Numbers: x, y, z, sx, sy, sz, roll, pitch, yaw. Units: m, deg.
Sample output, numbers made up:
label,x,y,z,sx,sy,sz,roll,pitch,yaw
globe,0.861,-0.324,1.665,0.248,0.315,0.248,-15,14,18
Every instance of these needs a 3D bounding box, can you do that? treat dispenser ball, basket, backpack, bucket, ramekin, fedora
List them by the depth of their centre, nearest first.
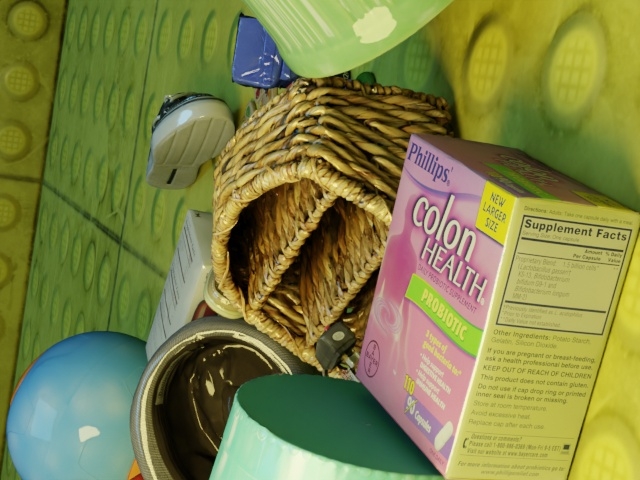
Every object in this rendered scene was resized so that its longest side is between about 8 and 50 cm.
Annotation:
label,x,y,z,sx,sy,sz,roll,pitch,yaw
bucket,0.023,0.245,1.183,0.281,0.281,0.183,-142,63,-65
ramekin,0.037,-0.317,1.277,0.303,0.148,0.303,-34,28,21
basket,0.000,0.000,1.377,0.299,0.213,0.223,129,143,-53
fedora,-0.102,0.229,1.622,0.275,0.243,0.124,63,-173,8
backpack,-0.060,-0.243,1.758,0.120,0.101,0.098,-23,-53,-78
treat dispenser ball,-0.336,0.283,2.026,0.288,0.288,0.288,-173,90,-68

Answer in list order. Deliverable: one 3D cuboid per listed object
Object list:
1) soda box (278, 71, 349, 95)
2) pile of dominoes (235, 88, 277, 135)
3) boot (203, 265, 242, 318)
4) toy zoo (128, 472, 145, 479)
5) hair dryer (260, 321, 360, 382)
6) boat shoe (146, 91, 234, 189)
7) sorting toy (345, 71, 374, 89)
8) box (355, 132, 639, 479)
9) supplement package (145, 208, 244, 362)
label,x,y,z,sx,sy,sz,roll,pitch,yaw
soda box,-0.019,-0.168,1.691,0.169,0.053,0.060,148,126,-62
pile of dominoes,-0.099,-0.115,1.890,0.251,0.040,0.196,-107,32,-45
boot,-0.055,-0.012,1.603,0.213,0.077,0.165,-50,-4,-46
toy zoo,-0.166,0.366,1.643,0.030,0.293,0.192,-30,86,20
hair dryer,-0.013,0.242,1.428,0.293,0.080,0.224,-50,57,52
boat shoe,-0.224,-0.182,2.110,0.335,0.121,0.119,145,124,-64
sorting toy,0.036,-0.154,1.563,0.061,0.042,0.102,173,103,-68
box,0.142,0.054,1.138,0.213,0.117,0.243,-136,56,-63
supplement package,-0.139,0.099,1.791,0.134,0.139,0.244,-111,34,-52
